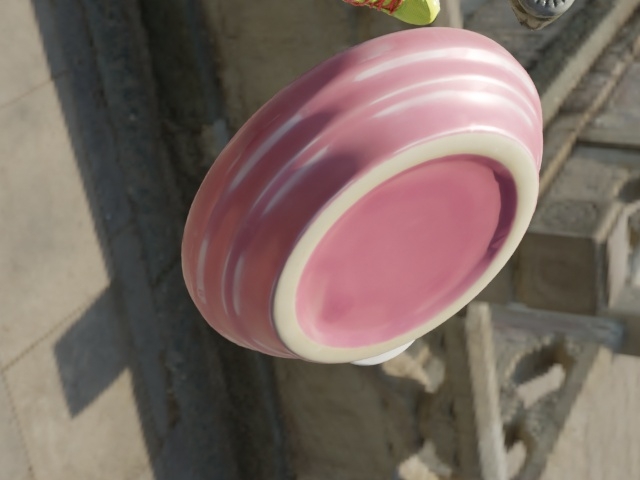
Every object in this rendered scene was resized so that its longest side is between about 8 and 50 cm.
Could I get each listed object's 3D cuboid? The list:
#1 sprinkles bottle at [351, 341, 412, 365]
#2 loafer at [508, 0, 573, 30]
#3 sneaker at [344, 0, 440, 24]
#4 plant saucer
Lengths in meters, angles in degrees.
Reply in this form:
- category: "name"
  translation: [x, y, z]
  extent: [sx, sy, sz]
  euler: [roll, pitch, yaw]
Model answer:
- category: "sprinkles bottle"
  translation: [0.000, 0.000, 1.510]
  extent: [0.121, 0.355, 0.121]
  euler: [-15, 130, -19]
- category: "loafer"
  translation: [0.216, -0.339, 1.350]
  extent: [0.087, 0.094, 0.251]
  euler: [99, -13, -66]
- category: "sneaker"
  translation: [0.068, -0.349, 1.685]
  extent: [0.081, 0.208, 0.094]
  euler: [-51, -166, 48]
- category: "plant saucer"
  translation: [0.053, -0.014, 0.995]
  extent: [0.332, 0.084, 0.332]
  euler: [-23, 144, -18]
